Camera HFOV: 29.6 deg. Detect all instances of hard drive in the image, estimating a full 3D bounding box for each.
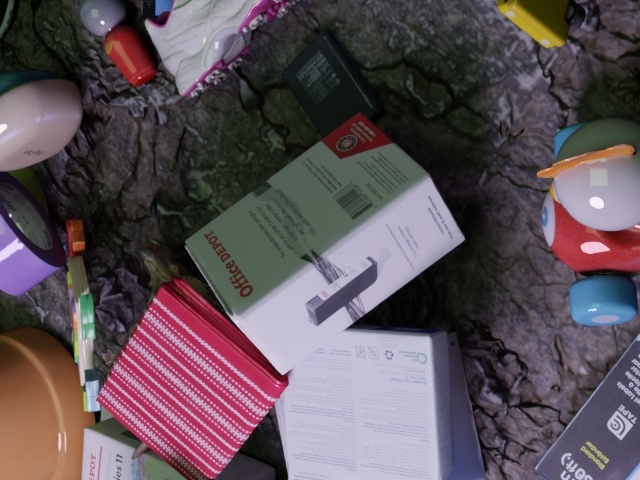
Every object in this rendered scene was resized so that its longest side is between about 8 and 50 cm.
[{"bbox_3d":[0.015,-0.192,1.573,0.094,0.022,0.135,-42,74,33],"label":"hard drive"}]

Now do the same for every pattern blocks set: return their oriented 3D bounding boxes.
[{"bbox_3d":[-0.349,0.109,1.760,0.325,0.026,0.285,-155,61,-74],"label":"pattern blocks set"}]

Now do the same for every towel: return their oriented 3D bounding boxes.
[{"bbox_3d":[-0.166,0.186,1.532,0.199,0.031,0.275,40,132,5],"label":"towel"}]

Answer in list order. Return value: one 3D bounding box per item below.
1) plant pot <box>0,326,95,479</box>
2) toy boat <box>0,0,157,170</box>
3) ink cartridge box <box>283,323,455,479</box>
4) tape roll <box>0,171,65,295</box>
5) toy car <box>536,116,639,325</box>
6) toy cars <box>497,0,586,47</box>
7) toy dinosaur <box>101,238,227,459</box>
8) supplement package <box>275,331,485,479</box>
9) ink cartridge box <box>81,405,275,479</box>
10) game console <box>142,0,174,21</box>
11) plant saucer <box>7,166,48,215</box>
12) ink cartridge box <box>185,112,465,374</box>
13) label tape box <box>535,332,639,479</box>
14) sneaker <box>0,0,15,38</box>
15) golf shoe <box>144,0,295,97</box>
[{"bbox_3d":[-0.528,0.297,1.927,0.291,0.203,0.291,7,102,38],"label":"plant pot"},{"bbox_3d":[-0.396,-0.226,1.760,0.318,0.267,0.148,-33,87,4],"label":"toy boat"},{"bbox_3d":[0.052,0.209,1.415,0.223,0.045,0.224,2,96,38],"label":"ink cartridge box"},{"bbox_3d":[-0.476,-0.015,1.831,0.080,0.189,0.189,-33,77,7],"label":"tape roll"},{"bbox_3d":[0.288,-0.053,1.232,0.210,0.238,0.219,-17,65,37],"label":"toy car"},{"bbox_3d":[0.204,-0.393,1.320,0.087,0.176,0.394,-18,88,52],"label":"toy cars"},{"bbox_3d":[-0.206,0.162,1.706,0.127,0.200,0.296,6,107,18],"label":"toy dinosaur"},{"bbox_3d":[0.070,0.232,1.530,0.203,0.149,0.194,-12,90,37],"label":"supplement package"},{"bbox_3d":[-0.246,0.387,1.802,0.353,0.119,0.207,16,108,33],"label":"ink cartridge box"},{"bbox_3d":[-0.220,-0.356,1.683,0.122,0.071,0.107,11,104,34],"label":"game console"},{"bbox_3d":[-0.542,-0.037,1.992,0.241,0.037,0.241,8,103,35],"label":"plant saucer"},{"bbox_3d":[0.000,0.000,1.435,0.273,0.114,0.197,-36,37,-3],"label":"ink cartridge box"},{"bbox_3d":[0.382,0.284,1.341,0.249,0.115,0.348,42,118,22],"label":"label tape box"},{"bbox_3d":[-0.590,-0.336,1.918,0.283,0.124,0.107,-46,72,32],"label":"sneaker"},{"bbox_3d":[-0.120,-0.321,1.581,0.306,0.115,0.140,-41,86,32],"label":"golf shoe"}]
